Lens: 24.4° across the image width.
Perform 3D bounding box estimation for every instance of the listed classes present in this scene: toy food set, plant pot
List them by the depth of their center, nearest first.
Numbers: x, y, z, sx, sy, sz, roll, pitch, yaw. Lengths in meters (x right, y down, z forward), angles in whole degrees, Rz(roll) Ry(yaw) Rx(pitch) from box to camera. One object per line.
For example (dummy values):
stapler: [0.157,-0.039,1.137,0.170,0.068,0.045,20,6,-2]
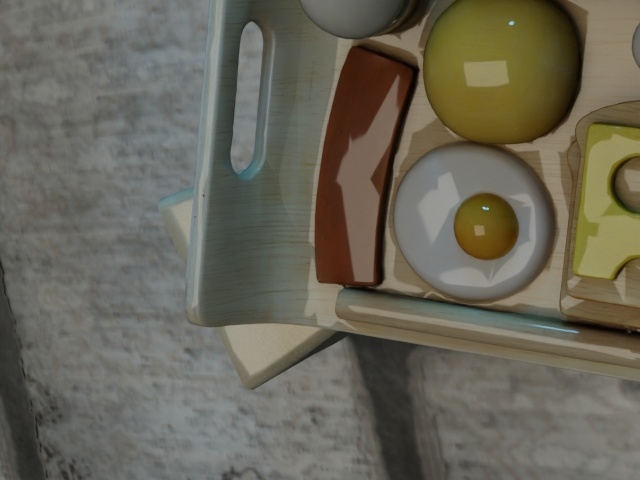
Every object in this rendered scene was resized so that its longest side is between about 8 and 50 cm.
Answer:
toy food set: [0.090,-0.048,0.635,0.306,0.092,0.220,9,98,24]
plant pot: [0.000,0.000,0.780,0.096,0.109,0.109,-27,88,28]
